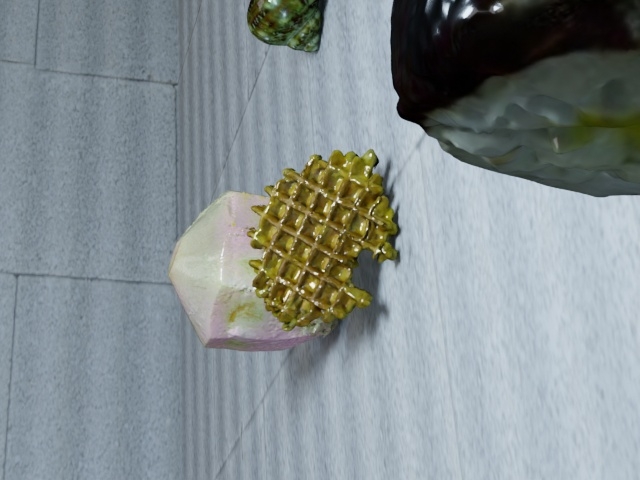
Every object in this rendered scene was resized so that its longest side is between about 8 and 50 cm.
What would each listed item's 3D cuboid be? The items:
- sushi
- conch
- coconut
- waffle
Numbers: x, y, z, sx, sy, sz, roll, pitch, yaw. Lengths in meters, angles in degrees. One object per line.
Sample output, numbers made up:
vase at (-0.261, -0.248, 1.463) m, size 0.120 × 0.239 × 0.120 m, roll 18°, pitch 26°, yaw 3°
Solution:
sushi at (0.186, -0.191, 0.729) m, size 0.281 × 0.299 × 0.294 m, roll -12°, pitch 72°, yaw 53°
conch at (-0.051, -0.404, 1.957) m, size 0.187 × 0.124 × 0.181 m, roll -57°, pitch -31°, yaw -68°
coconut at (-0.098, 0.047, 1.732) m, size 0.233 × 0.245 × 0.233 m, roll -175°, pitch 90°, yaw -72°
waffle at (0.000, 0.000, 1.560) m, size 0.232 × 0.051 × 0.228 m, roll -21°, pitch 69°, yaw 31°
